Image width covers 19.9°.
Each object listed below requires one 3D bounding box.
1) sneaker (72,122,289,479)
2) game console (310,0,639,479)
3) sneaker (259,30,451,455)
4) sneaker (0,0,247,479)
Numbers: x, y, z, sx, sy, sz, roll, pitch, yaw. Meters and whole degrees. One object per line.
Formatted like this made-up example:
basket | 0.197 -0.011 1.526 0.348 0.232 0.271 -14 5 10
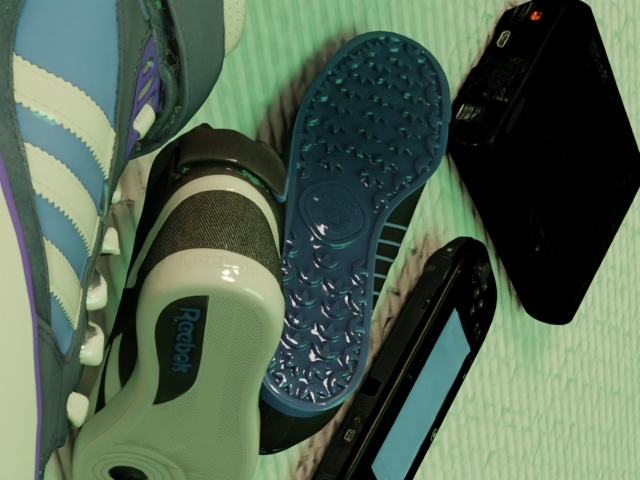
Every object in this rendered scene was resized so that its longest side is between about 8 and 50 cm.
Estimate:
sneaker | -0.055 0.034 0.819 0.217 0.079 0.121 117 -16 -50
game console | 0.095 0.037 1.117 0.361 0.044 0.213 -60 146 -20
sneaker | 0.000 0.000 0.925 0.090 0.081 0.232 -51 -164 57
sneaker | -0.095 -0.022 0.672 0.236 0.130 0.322 -17 105 -55
